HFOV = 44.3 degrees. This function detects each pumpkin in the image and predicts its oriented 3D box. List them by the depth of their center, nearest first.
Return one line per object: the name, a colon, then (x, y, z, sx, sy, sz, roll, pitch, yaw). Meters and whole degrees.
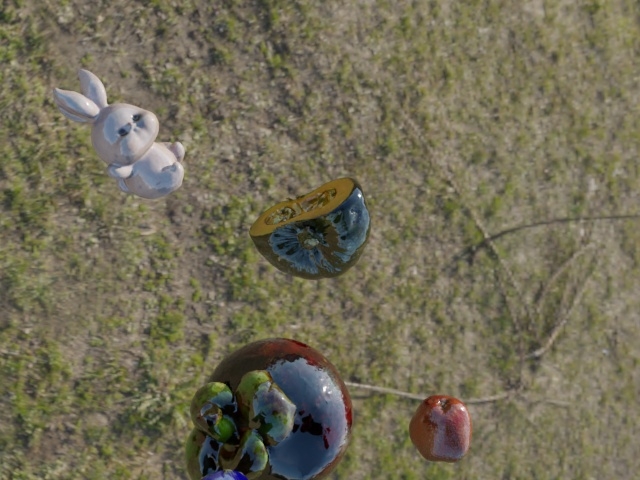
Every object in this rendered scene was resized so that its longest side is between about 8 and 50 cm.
pumpkin: (0.000, 0.000, 2.052, 0.232, 0.325, 0.242, 60, 23, -21)

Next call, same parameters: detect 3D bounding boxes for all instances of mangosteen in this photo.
mangosteen: (-0.090, 0.318, 1.413, 0.311, 0.311, 0.311, 2, 87, -43)

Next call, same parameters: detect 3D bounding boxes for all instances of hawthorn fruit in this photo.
hawthorn fruit: (0.251, 0.386, 1.637, 0.133, 0.133, 0.137, -15, 123, -43)

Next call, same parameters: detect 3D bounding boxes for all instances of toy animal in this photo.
toy animal: (-0.294, -0.157, 1.166, 0.212, 0.124, 0.124, 52, 56, -36)

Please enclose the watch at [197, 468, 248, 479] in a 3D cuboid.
watch: (-0.127, 0.458, 1.159, 0.196, 0.200, 0.171, 6, 121, -41)
